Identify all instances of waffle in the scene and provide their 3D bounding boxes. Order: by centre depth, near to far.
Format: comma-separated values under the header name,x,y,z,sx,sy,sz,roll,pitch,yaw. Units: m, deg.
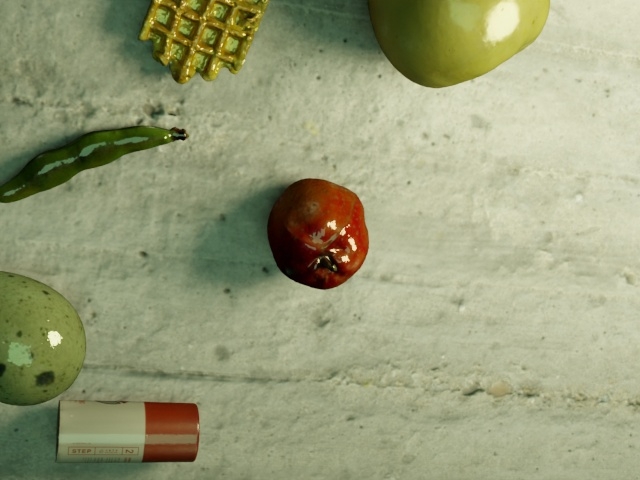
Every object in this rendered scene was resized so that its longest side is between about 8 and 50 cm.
name,x,y,z,sx,sy,sz,roll,pitch,yaw
waffle,-0.161,-0.319,1.508,0.160,0.055,0.211,19,103,-18

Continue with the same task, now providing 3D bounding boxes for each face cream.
name,x,y,z,sx,sy,sz,roll,pitch,yaw
face cream,-0.302,0.299,1.668,0.214,0.096,0.096,3,108,-15

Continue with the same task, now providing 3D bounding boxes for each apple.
name,x,y,z,sx,sy,sz,roll,pitch,yaw
apple,0.187,-0.340,1.493,0.262,0.262,0.262,-4,110,-12

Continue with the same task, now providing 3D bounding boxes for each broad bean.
name,x,y,z,sx,sy,sz,roll,pitch,yaw
broad bean,-0.337,-0.123,1.541,0.297,0.043,0.060,-21,122,-7

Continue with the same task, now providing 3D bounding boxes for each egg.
name,x,y,z,sx,sy,sz,roll,pitch,yaw
egg,-0.444,0.134,1.533,0.228,0.177,0.177,43,95,-11

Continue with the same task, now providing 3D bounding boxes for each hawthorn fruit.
name,x,y,z,sx,sy,sz,roll,pitch,yaw
hawthorn fruit,0.000,0.000,1.588,0.157,0.194,0.157,-4,120,-7
